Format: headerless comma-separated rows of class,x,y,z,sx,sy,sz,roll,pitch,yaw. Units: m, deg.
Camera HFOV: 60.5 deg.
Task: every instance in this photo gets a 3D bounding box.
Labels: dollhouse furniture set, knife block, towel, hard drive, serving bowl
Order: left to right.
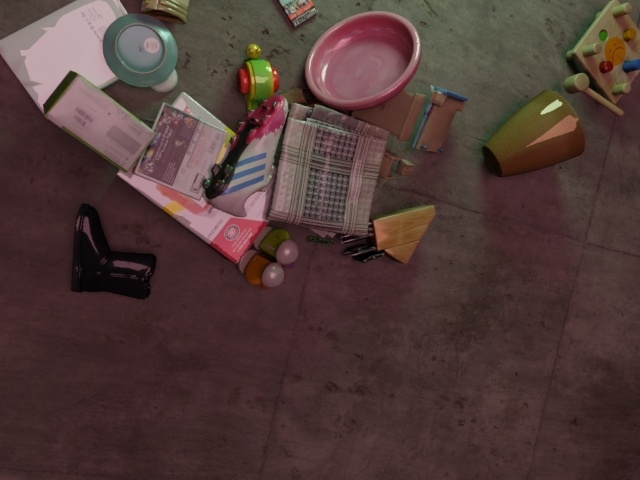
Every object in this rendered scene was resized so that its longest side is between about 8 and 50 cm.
hard drive,-0.623,-0.484,1.411,0.318,0.040,0.210,-35,105,-12
serving bowl,-0.428,-0.444,1.485,0.083,0.027,0.083,-1,95,-17
towel,0.029,-0.186,1.484,0.312,0.056,0.324,10,93,-24
knife block,0.189,-0.044,1.689,0.242,0.088,0.276,33,85,-18
dollhouse furniture set,0.263,-0.352,1.699,0.303,0.198,0.287,-5,122,-47

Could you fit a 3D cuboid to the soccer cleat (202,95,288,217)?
soccer cleat,-0.167,-0.210,1.396,0.143,0.116,0.331,42,74,-40

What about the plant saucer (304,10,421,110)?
plant saucer,0.122,-0.493,1.547,0.332,0.332,0.084,-50,148,-8

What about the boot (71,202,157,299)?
boot,-0.541,0.032,1.456,0.207,0.094,0.247,5,100,-15

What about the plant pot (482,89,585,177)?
plant pot,0.662,-0.315,1.765,0.254,0.237,0.237,-29,104,3

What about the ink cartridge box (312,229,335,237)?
ink cartridge box,0.027,-0.083,1.608,0.104,0.062,0.181,33,113,-18

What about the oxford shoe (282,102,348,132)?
oxford shoe,-0.027,-0.329,1.530,0.271,0.098,0.097,-8,113,-27

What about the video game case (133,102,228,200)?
video game case,-0.346,-0.219,1.367,0.173,0.022,0.190,23,88,-18

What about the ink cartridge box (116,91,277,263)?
ink cartridge box,-0.307,-0.162,1.480,0.384,0.160,0.279,39,82,-17

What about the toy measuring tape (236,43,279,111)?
toy measuring tape,-0.166,-0.381,1.531,0.121,0.121,0.330,-9,98,-17

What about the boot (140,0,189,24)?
boot,-0.452,-0.695,1.422,0.261,0.095,0.204,15,92,-23

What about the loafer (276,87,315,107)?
loafer,-0.066,-0.417,1.592,0.148,0.050,0.056,-24,102,-15

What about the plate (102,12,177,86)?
plate,-0.467,-0.497,1.427,0.188,0.024,0.188,-1,94,-18

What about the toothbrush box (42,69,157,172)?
toothbrush box,-0.532,-0.289,1.308,0.206,0.283,0.122,39,88,-33

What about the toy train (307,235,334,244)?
toy train,0.000,0.000,1.666,0.083,0.024,0.017,7,107,-19

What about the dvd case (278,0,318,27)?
dvd case,-0.073,-0.689,1.584,0.087,0.013,0.119,-38,106,-11

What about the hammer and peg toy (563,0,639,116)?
hammer and peg toy,0.969,-0.596,1.869,0.266,0.127,0.361,40,83,-19

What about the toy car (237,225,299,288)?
toy car,-0.135,0.057,1.580,0.182,0.159,0.136,-59,142,-5
